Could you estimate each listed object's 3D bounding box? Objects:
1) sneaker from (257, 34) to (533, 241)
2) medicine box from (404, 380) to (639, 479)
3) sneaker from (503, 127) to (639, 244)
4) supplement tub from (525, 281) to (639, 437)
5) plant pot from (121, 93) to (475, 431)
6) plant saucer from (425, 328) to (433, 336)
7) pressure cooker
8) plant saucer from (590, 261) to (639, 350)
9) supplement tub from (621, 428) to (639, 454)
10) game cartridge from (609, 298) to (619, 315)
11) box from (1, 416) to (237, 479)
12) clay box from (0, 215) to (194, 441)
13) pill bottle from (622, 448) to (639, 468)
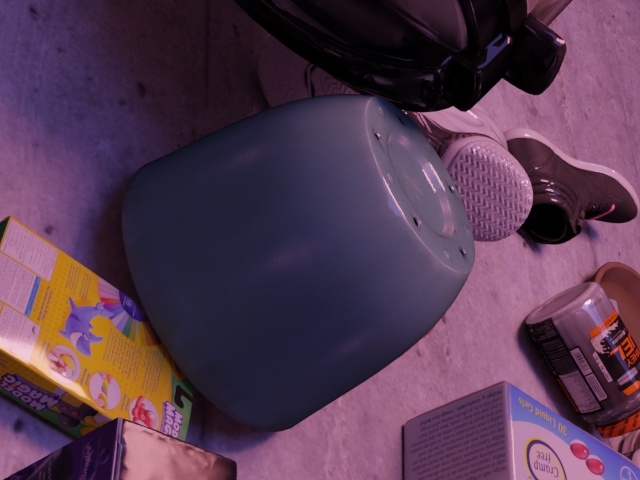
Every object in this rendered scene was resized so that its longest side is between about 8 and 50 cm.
[{"bbox_3d":[0.090,-0.142,1.526,0.366,0.137,0.210,33,17,-5],"label":"sneaker"},{"bbox_3d":[0.228,0.344,1.343,0.263,0.149,0.289,34,42,-34],"label":"medicine box"},{"bbox_3d":[0.369,-0.045,1.847,0.296,0.105,0.146,23,51,-34],"label":"sneaker"},{"bbox_3d":[0.368,0.161,1.680,0.190,0.117,0.117,58,34,-4],"label":"supplement tub"},{"bbox_3d":[0.000,0.000,1.172,0.293,0.235,0.293,45,29,-33],"label":"plant pot"},{"bbox_3d":[0.064,0.029,1.455,0.199,0.036,0.198,31,44,-35],"label":"plant saucer"},{"bbox_3d":[0.091,-0.338,1.230,0.420,0.370,0.375,-47,124,-21],"label":"pressure cooker"},{"bbox_3d":[0.477,0.165,1.884,0.278,0.041,0.277,32,43,-36],"label":"plant saucer"},{"bbox_3d":[0.527,0.297,1.700,0.144,0.200,0.144,22,57,-39],"label":"supplement tub"},{"bbox_3d":[0.382,0.106,1.779,0.017,0.083,0.056,91,-4,-53],"label":"game cartridge"},{"bbox_3d":[-0.163,0.236,0.866,0.108,0.207,0.153,29,45,-36],"label":"box"},{"bbox_3d":[-0.202,0.093,1.053,0.222,0.053,0.127,40,37,-30],"label":"clay box"},{"bbox_3d":[0.389,0.314,1.542,0.108,0.180,0.108,31,44,-36],"label":"pill bottle"}]
